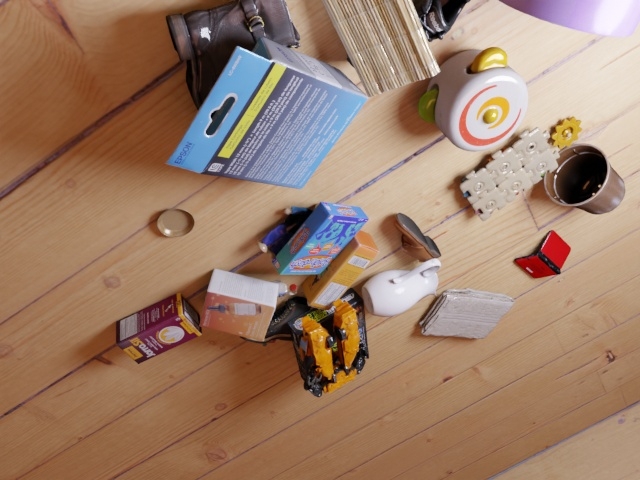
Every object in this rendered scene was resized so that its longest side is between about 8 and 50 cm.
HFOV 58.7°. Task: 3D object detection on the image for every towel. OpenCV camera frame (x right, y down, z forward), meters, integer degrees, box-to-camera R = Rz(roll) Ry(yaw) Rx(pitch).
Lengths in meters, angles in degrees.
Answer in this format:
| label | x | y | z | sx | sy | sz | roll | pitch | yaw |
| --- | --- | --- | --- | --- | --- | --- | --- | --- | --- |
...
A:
| label | x | y | z | sx | sy | sz | roll | pitch | yaw |
| --- | --- | --- | --- | --- | --- | --- | --- | --- | --- |
| towel | 0.461 | 0.236 | 1.805 | 0.283 | 0.049 | 0.187 | 10 | 127 | -28 |

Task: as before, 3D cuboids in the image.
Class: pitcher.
| label | x | y | z | sx | sy | sz | roll | pitch | yaw |
| --- | --- | --- | --- | --- | --- | --- | --- | --- | --- |
| pitcher | 0.226 | 0.122 | 1.562 | 0.207 | 0.125 | 0.177 | -17 | 148 | -13 |

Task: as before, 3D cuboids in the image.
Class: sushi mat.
| label | x | y | z | sx | sy | sz | roll | pitch | yaw |
| --- | --- | --- | --- | --- | --- | --- | --- | --- | --- |
| sushi mat | 0.087 | -0.418 | 1.024 | 0.152 | 0.019 | 0.316 | -13 | 123 | 31 |

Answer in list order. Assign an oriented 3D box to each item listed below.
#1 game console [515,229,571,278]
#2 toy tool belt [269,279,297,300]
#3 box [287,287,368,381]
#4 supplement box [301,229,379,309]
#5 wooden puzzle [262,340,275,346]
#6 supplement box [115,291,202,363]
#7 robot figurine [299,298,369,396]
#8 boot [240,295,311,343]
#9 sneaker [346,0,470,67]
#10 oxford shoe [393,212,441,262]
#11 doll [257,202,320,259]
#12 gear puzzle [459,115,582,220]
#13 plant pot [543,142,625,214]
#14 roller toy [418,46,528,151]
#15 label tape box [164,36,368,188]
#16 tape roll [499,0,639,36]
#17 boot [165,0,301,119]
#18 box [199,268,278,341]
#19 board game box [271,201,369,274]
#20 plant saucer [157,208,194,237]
| label | x | y | z | sx | sy | sz | roll | pitch | yaw |
| --- | --- | --- | --- | --- | --- | --- | --- | --- | --- |
| game console | 0.679 | 0.044 | 1.736 | 0.124 | 0.085 | 0.144 | -18 | 142 | 41 |
| toy tool belt | -0.107 | 0.133 | 1.519 | 0.084 | 0.052 | 0.051 | -4 | 162 | -12 |
| box | 0.030 | 0.288 | 1.649 | 0.216 | 0.060 | 0.269 | -27 | 136 | -19 |
| supplement box | 0.049 | 0.078 | 1.500 | 0.080 | 0.078 | 0.233 | 21 | 121 | -36 |
| wooden puzzle | -0.152 | 0.281 | 1.654 | 0.050 | 0.006 | 0.083 | -2 | 130 | -18 |
| supplement box | -0.415 | 0.226 | 1.462 | 0.188 | 0.080 | 0.104 | -25 | 133 | 4 |
| robot figurine | 0.033 | 0.303 | 1.555 | 0.211 | 0.085 | 0.290 | -24 | 134 | -21 |
| boot | -0.123 | 0.207 | 1.565 | 0.198 | 0.077 | 0.136 | 1 | 126 | -37 |
| sneaker | 0.169 | -0.414 | 1.073 | 0.276 | 0.135 | 0.098 | -36 | 134 | 15 |
| oxford shoe | 0.242 | 0.003 | 1.508 | 0.076 | 0.076 | 0.212 | -30 | 133 | 20 |
| doll | -0.058 | -0.028 | 1.390 | 0.189 | 0.046 | 0.129 | -37 | 132 | 7 |
| gear puzzle | 0.509 | -0.204 | 1.445 | 0.339 | 0.044 | 0.175 | -38 | 130 | 11 |
| plant pot | 0.701 | -0.149 | 1.486 | 0.165 | 0.167 | 0.167 | 17 | 123 | -40 |
| roller toy | 0.339 | -0.298 | 1.224 | 0.191 | 0.146 | 0.209 | 27 | 116 | -36 |
| label tape box | -0.108 | -0.237 | 1.069 | 0.348 | 0.115 | 0.249 | 5 | 132 | -49 |
| tape roll | 0.451 | -0.463 | 1.032 | 0.275 | 0.274 | 0.090 | 0 | 130 | -19 |
| boot | -0.144 | -0.341 | 1.061 | 0.229 | 0.091 | 0.262 | -20 | 139 | -9 |
| box | -0.206 | 0.165 | 1.444 | 0.171 | 0.091 | 0.130 | 14 | 126 | -8 |
| board game box | 0.000 | 0.000 | 1.393 | 0.160 | 0.047 | 0.210 | 2 | 136 | -51 |
| plant saucer | -0.330 | -0.043 | 1.301 | 0.084 | 0.015 | 0.083 | -10 | 132 | -11 |
